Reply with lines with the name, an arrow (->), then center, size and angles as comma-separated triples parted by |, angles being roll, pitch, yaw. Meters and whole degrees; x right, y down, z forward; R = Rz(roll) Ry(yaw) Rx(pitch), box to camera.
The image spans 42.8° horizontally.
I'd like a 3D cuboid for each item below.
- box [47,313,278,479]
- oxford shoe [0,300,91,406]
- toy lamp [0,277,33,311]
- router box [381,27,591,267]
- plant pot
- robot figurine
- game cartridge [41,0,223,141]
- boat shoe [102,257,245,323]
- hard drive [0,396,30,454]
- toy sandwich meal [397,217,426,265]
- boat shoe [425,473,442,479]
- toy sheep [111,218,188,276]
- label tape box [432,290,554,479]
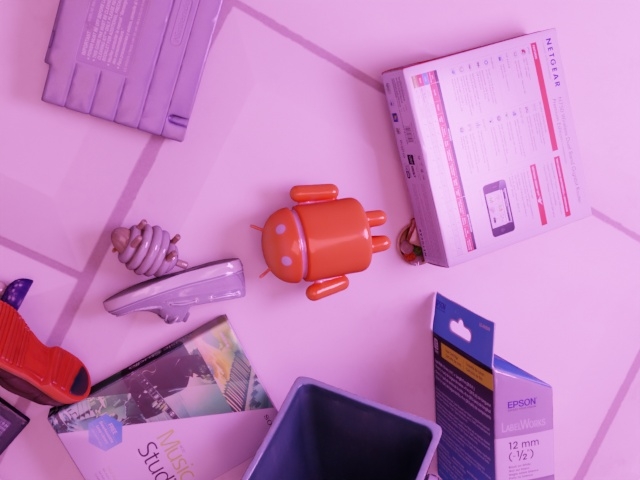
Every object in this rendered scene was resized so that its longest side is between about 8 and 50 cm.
box -> -0.241, 0.297, 1.336 | 0.322, 0.058, 0.232 | -29, 104, -10
oxford shoe -> -0.468, 0.172, 1.206 | 0.098, 0.097, 0.271 | -23, 128, 23
toy lamp -> -0.569, 0.033, 1.204 | 0.274, 0.080, 0.080 | 28, 90, -15
router box -> 0.287, -0.158, 1.384 | 0.301, 0.082, 0.335 | -18, 101, -19
plant pot -> 0.029, 0.417, 1.296 | 0.247, 0.247, 0.252 | 17, 137, 17
robot figurine -> 0.000, 0.002, 1.323 | 0.219, 0.128, 0.158 | -9, 131, -13
game cartridge -> -0.269, -0.350, 1.232 | 0.230, 0.068, 0.355 | 16, 99, -12
boat shoe -> -0.226, 0.093, 1.301 | 0.227, 0.079, 0.081 | -16, 97, -15
hard drive -> -0.537, 0.306, 1.277 | 0.094, 0.022, 0.135 | 42, 85, -16
toy sandwich meal -> 0.173, 0.004, 1.419 | 0.085, 0.029, 0.086 | -2, 98, -14
boat shoe -> 0.175, 0.476, 1.315 | 0.083, 0.065, 0.183 | 28, 68, 5
toy sheep -> -0.266, 0.016, 1.278 | 0.132, 0.091, 0.091 | 29, 89, -22
label tape box -> 0.284, 0.274, 1.370 | 0.115, 0.249, 0.348 | -4, 98, -14
